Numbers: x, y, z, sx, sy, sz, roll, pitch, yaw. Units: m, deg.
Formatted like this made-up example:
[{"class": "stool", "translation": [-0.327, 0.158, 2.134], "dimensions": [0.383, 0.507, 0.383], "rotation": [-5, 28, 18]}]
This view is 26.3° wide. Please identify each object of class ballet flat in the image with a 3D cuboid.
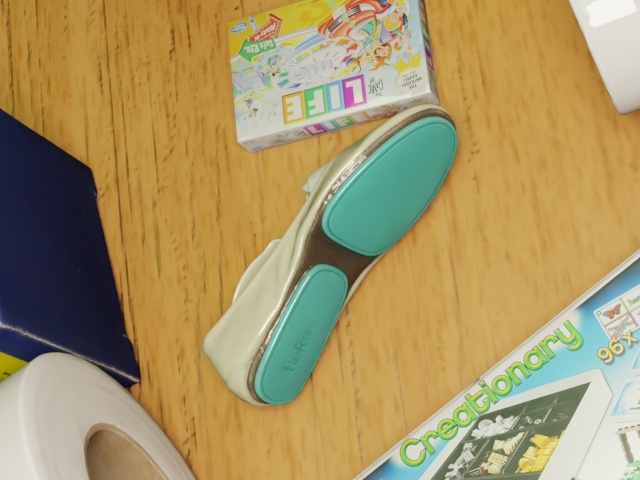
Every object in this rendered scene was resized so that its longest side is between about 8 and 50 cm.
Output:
[{"class": "ballet flat", "translation": [0.000, 0.000, 0.969], "dimensions": [0.086, 0.086, 0.248], "rotation": [35, 90, 27]}]

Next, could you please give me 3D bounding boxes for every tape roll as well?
[{"class": "tape roll", "translation": [-0.177, 0.216, 0.876], "dimensions": [0.169, 0.246, 0.246], "rotation": [-34, 64, 10]}]

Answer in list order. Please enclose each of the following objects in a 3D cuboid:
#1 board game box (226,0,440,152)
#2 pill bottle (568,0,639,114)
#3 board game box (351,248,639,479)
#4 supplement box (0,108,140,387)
[{"class": "board game box", "translation": [0.008, -0.134, 1.032], "dimensions": [0.154, 0.026, 0.103], "rotation": [-13, 69, 18]}, {"class": "pill bottle", "translation": [0.308, -0.201, 0.846], "dimensions": [0.318, 0.176, 0.176], "rotation": [-24, 66, 14]}, {"class": "board game box", "translation": [0.160, 0.164, 0.861], "dimensions": [0.305, 0.053, 0.193], "rotation": [-39, 64, 6]}, {"class": "supplement box", "translation": [-0.349, 0.063, 1.022], "dimensions": [0.356, 0.195, 0.194], "rotation": [-22, 66, 14]}]
